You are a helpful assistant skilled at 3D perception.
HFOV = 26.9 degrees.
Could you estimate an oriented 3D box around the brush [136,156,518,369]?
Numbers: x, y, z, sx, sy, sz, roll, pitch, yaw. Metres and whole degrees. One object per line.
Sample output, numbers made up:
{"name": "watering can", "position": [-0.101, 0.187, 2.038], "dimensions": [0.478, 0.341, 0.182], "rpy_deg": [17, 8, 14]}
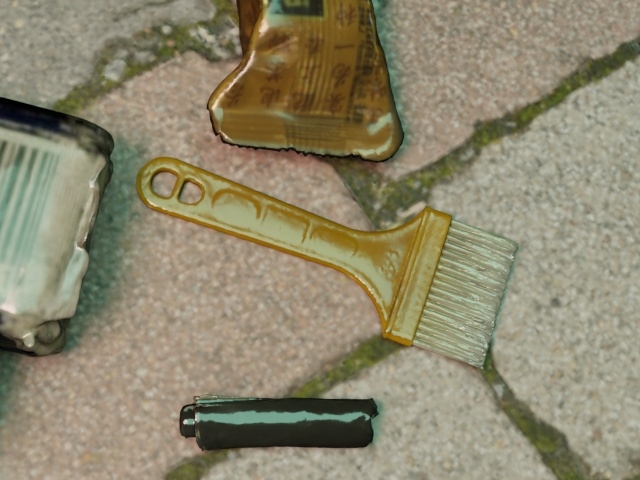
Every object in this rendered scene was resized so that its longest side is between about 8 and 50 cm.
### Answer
{"name": "brush", "position": [0.000, 0.000, 0.939], "dimensions": [0.272, 0.013, 0.103], "rpy_deg": [20, 70, -2]}

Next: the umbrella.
{"name": "umbrella", "position": [-0.027, 0.122, 0.886], "dimensions": [0.133, 0.031, 0.036], "rpy_deg": [2, 70, -8]}

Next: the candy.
{"name": "candy", "position": [-0.021, -0.186, 0.954], "dimensions": [0.143, 0.101, 0.271], "rpy_deg": [-3, 79, -16]}

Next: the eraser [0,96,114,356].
{"name": "eraser", "position": [-0.305, -0.032, 0.853], "dimensions": [0.332, 0.101, 0.155], "rpy_deg": [14, 72, -4]}
